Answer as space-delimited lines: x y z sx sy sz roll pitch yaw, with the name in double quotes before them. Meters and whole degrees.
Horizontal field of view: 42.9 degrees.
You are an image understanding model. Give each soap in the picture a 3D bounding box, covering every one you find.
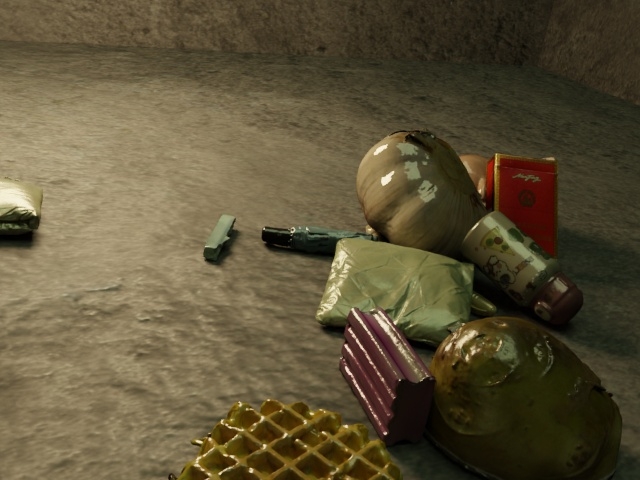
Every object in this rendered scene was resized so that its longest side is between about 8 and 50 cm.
"soap" 0.095 0.198 1.225 0.066 0.122 0.203 0 27 -20

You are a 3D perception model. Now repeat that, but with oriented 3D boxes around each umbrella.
"umbrella" 0.000 -0.002 1.721 0.251 0.053 0.052 8 26 -5

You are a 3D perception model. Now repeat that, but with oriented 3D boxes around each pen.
"pen" 0.257 0.095 1.634 0.040 0.032 0.233 -33 41 -25

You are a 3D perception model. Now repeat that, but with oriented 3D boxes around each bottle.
"bottle" 0.403 0.062 1.608 0.120 0.120 0.253 -17 54 -46

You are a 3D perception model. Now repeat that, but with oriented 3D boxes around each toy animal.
"toy animal" 0.417 -0.115 1.969 0.256 0.195 0.213 22 34 20

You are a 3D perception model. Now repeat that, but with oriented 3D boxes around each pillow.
"pillow" -0.620 -0.067 1.609 0.134 0.077 0.181 2 26 -17
"pillow" 0.150 0.091 1.526 0.281 0.076 0.274 12 33 5

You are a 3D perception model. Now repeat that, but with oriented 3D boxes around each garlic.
"garlic" 0.226 -0.087 1.769 0.322 0.241 0.321 9 66 -22

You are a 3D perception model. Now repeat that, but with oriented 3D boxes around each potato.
"potato" 0.302 0.218 1.175 0.300 0.196 0.246 15 26 8

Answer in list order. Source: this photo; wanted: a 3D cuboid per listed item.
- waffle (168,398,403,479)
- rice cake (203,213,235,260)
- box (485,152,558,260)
"waffle" -0.036 0.298 1.027 0.329 0.062 0.329 7 25 -3
"rice cake" -0.205 -0.008 1.687 0.042 0.030 0.180 12 25 1
"box" 0.452 -0.068 1.833 0.153 0.239 0.074 5 -15 -2
